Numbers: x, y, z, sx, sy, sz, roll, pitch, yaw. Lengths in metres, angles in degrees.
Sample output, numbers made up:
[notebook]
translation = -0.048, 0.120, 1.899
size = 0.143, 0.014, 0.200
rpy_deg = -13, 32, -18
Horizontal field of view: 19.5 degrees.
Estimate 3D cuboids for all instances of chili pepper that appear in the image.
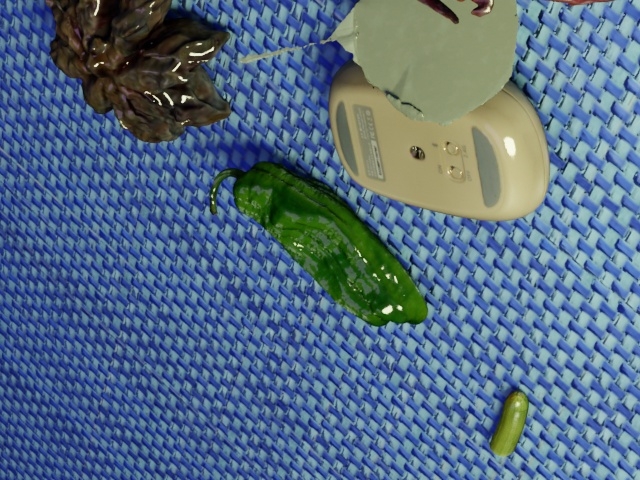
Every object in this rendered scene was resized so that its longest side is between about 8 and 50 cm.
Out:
[chili pepper]
translation = 0.002, 0.000, 1.869
size = 0.257, 0.074, 0.100
rpy_deg = 43, 143, 11

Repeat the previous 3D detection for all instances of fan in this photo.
[fan]
translation = 0.046, -0.182, 1.636
size = 0.310, 0.010, 0.182
rpy_deg = -5, 85, 39

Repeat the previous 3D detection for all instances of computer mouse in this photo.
[computer mouse]
translation = 0.108, -0.095, 1.665
size = 0.236, 0.082, 0.145
rpy_deg = 14, 128, 43

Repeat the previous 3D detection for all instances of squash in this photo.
[squash]
translation = 0.190, 0.180, 1.853
size = 0.027, 0.027, 0.083
rpy_deg = 37, 141, 21

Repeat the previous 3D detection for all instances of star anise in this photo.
[star anise]
translation = -0.203, -0.197, 1.909
size = 0.223, 0.109, 0.236
rpy_deg = 36, 143, 29

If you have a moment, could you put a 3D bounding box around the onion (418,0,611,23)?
[onion]
translation = 0.124, -0.311, 1.279
size = 0.347, 0.347, 0.285
rpy_deg = 25, 120, 33
